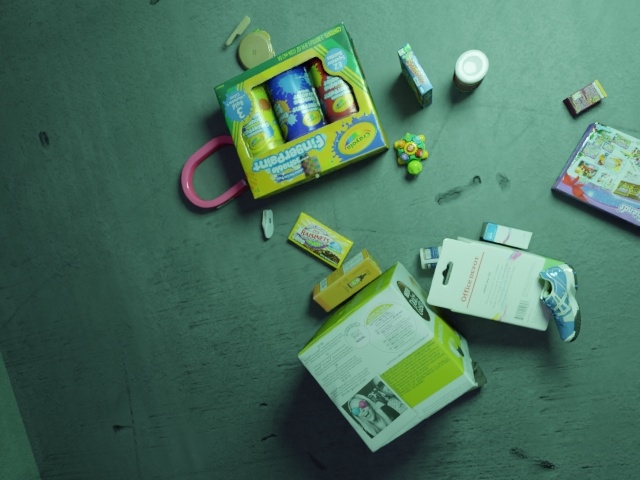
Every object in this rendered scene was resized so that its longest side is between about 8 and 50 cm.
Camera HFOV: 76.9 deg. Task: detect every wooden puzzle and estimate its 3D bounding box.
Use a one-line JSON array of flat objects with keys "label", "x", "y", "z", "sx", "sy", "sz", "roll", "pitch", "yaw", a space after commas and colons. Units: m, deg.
[{"label": "wooden puzzle", "x": -0.026, "y": -0.223, "z": 1.195, "sx": 0.049, "sy": 0.006, "sz": 0.084, "roll": -19, "pitch": 98, "yaw": 16}]

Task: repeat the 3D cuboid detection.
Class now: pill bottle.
[{"label": "pill bottle", "x": 0.418, "y": -0.469, "z": 1.134, "sx": 0.085, "sy": 0.152, "sz": 0.086, "roll": 2, "pitch": 97, "yaw": 15}, {"label": "pill bottle", "x": 0.373, "y": 0.050, "z": 1.254, "sx": 0.120, "sy": 0.067, "sz": 0.067, "roll": -7, "pitch": 95, "yaw": 15}]

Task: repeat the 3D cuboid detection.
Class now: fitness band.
[{"label": "fitness band", "x": -0.361, "y": -0.238, "z": 1.421, "sx": 0.290, "sy": 0.054, "sz": 0.209, "roll": -33, "pitch": 88, "yaw": 15}]

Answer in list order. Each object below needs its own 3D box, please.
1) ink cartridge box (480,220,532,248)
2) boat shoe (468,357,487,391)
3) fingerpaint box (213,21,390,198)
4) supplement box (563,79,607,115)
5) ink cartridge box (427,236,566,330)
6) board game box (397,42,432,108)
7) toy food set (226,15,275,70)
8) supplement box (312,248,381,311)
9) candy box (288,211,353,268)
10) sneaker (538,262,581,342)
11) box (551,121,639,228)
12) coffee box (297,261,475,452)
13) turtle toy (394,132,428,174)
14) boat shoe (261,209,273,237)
[{"label": "ink cartridge box", "x": 0.544, "y": -0.017, "z": 1.189, "sx": 0.122, "sy": 0.088, "sz": 0.052, "roll": 13, "pitch": 100, "yaw": 13}, {"label": "boat shoe", "x": 0.376, "y": 0.505, "z": 1.287, "sx": 0.335, "sy": 0.112, "sz": 0.096, "roll": -42, "pitch": 81, "yaw": 12}, {"label": "fingerpaint box", "x": -0.056, "y": -0.380, "z": 1.261, "sx": 0.444, "sy": 0.163, "sz": 0.372, "roll": -19, "pitch": 94, "yaw": 16}, {"label": "supplement box", "x": 0.731, "y": -0.394, "z": 1.117, "sx": 0.083, "sy": 0.043, "sz": 0.055, "roll": -30, "pitch": 89, "yaw": 15}, {"label": "ink cartridge box", "x": 0.485, "y": 0.113, "z": 1.165, "sx": 0.352, "sy": 0.119, "sz": 0.207, "roll": 13, "pitch": 100, "yaw": -2}, {"label": "board game box", "x": 0.272, "y": -0.461, "z": 1.149, "sx": 0.035, "sy": 0.201, "sz": 0.136, "roll": -29, "pitch": 88, "yaw": 17}, {"label": "toy food set", "x": -0.211, "y": -0.629, "z": 1.346, "sx": 0.132, "sy": 0.038, "sz": 0.192, "roll": -40, "pitch": 97, "yaw": 21}, {"label": "supplement box", "x": 0.085, "y": 0.132, "z": 1.328, "sx": 0.233, "sy": 0.080, "sz": 0.078, "roll": -37, "pitch": 111, "yaw": 17}, {"label": "candy box", "x": 0.000, "y": 0.000, "z": 1.368, "sx": 0.205, "sy": 0.027, "sz": 0.105, "roll": 31, "pitch": 101, "yaw": 9}, {"label": "sneaker", "x": 0.637, "y": 0.169, "z": 1.082, "sx": 0.081, "sy": 0.080, "sz": 0.212, "roll": -9, "pitch": 91, "yaw": 6}, {"label": "box", "x": 0.834, "y": -0.170, "z": 1.110, "sx": 0.293, "sy": 0.057, "sz": 0.201, "roll": 29, "pitch": 102, "yaw": 10}, {"label": "coffee box", "x": 0.199, "y": 0.313, "z": 1.192, "sx": 0.338, "sy": 0.337, "sz": 0.334, "roll": -41, "pitch": 85, "yaw": 16}, {"label": "turtle toy", "x": 0.281, "y": -0.266, "z": 1.240, "sx": 0.095, "sy": 0.066, "sz": 0.131, "roll": -13, "pitch": 93, "yaw": 16}, {"label": "boat shoe", "x": -0.188, "y": -0.059, "z": 1.410, "sx": 0.035, "sy": 0.035, "sz": 0.100, "roll": 9, "pitch": 104, "yaw": 41}]
